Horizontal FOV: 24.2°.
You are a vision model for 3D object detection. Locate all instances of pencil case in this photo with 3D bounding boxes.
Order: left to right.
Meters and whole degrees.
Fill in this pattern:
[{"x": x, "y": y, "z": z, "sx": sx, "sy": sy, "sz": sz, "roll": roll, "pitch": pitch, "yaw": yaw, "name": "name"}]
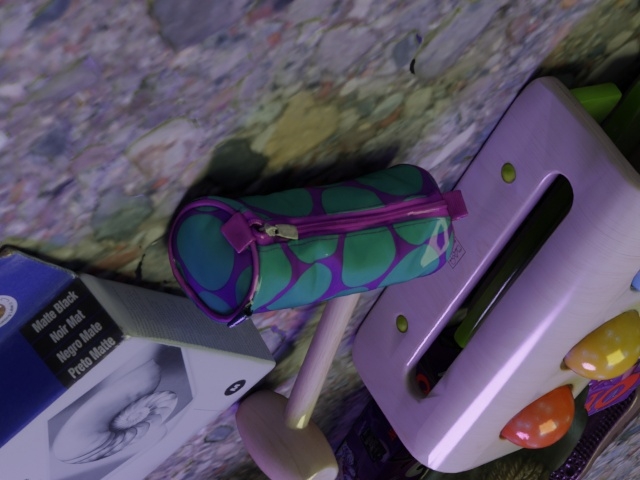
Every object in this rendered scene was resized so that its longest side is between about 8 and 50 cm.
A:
[{"x": 0.000, "y": 0.000, "z": 0.763, "sx": 0.152, "sy": 0.064, "sz": 0.070, "roll": -12, "pitch": 167, "yaw": -42, "name": "pencil case"}]

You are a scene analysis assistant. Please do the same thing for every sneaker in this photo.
[{"x": 0.263, "y": 0.187, "z": 1.452, "sx": 0.071, "sy": 0.066, "sz": 0.188, "roll": -5, "pitch": 143, "yaw": -50, "name": "sneaker"}]

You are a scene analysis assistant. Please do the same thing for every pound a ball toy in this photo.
[{"x": 0.107, "y": 0.050, "z": 0.910, "sx": 0.208, "sy": 0.136, "sz": 0.319, "roll": -14, "pitch": 148, "yaw": -39, "name": "pound a ball toy"}]

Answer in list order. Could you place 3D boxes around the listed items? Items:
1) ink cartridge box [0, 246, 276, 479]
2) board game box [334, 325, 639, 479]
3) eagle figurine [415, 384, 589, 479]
[{"x": -0.158, "y": 0.106, "z": 0.777, "sx": 0.223, "sy": 0.045, "sz": 0.224, "roll": -41, "pitch": 155, "yaw": 14, "name": "ink cartridge box"}, {"x": 0.173, "y": 0.110, "z": 1.220, "sx": 0.347, "sy": 0.056, "sz": 0.208, "roll": -17, "pitch": 155, "yaw": -35, "name": "board game box"}, {"x": 0.102, "y": 0.246, "z": 1.095, "sx": 0.226, "sy": 0.298, "sz": 0.225, "roll": -17, "pitch": 137, "yaw": 24, "name": "eagle figurine"}]
